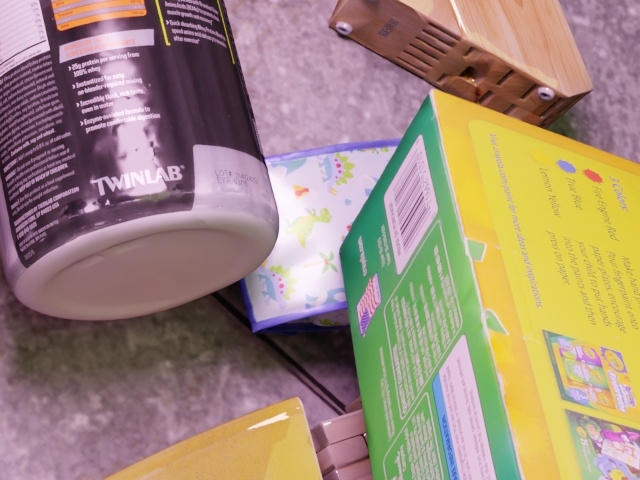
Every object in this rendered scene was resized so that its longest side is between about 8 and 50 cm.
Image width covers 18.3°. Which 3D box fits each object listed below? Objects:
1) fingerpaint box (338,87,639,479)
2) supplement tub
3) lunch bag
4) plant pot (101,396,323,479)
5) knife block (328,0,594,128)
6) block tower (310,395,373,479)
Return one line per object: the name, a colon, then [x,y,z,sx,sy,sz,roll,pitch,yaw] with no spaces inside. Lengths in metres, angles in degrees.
fingerpaint box: [0.223,0.137,1.277,0.371,0.163,0.445,18,32,-18]
supplement tub: [-0.153,-0.119,1.395,0.193,0.193,0.316,-5,68,-22]
lunch bag: [0.000,0.000,1.478,0.151,0.096,0.129,-7,75,-32]
plant pot: [-0.088,0.243,1.314,0.187,0.212,0.212,-13,77,-11]
knife block: [0.118,-0.251,1.609,0.275,0.088,0.242,29,66,-9]
block tower: [0.076,0.269,1.419,0.097,0.091,0.335,-15,78,-25]
